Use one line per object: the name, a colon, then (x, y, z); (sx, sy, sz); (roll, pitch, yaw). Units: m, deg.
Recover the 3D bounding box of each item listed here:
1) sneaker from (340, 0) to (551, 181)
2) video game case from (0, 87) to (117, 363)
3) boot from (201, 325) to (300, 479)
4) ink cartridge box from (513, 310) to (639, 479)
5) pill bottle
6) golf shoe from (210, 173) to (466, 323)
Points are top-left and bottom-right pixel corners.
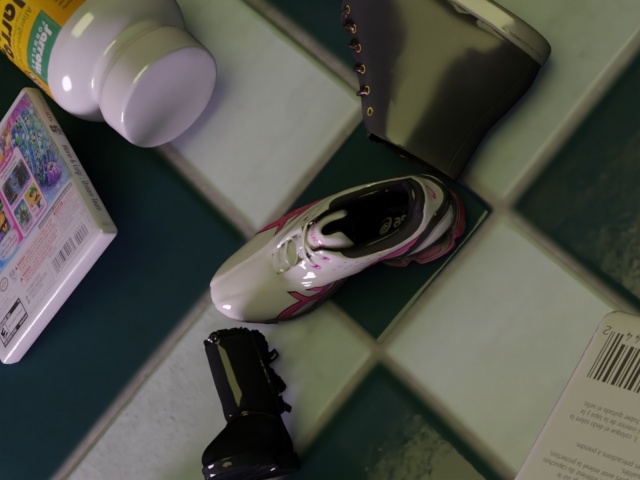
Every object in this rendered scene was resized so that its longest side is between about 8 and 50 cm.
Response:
sneaker: (0.034, -0.139, 0.846); (0.222, 0.083, 0.118); (35, 92, 26)
video game case: (-0.225, -0.010, 0.930); (0.157, 0.019, 0.143); (-48, 61, 30)
boot: (-0.053, 0.105, 0.802); (0.045, 0.121, 0.099); (-20, 76, 15)
ink cartridge box: (0.212, 0.183, 0.604); (0.296, 0.066, 0.261); (15, 65, 48)
pill bottle: (-0.176, -0.162, 0.923); (0.208, 0.117, 0.117); (41, 94, 26)
golf shoe: (0.000, 0.000, 0.824); (0.186, 0.086, 0.067); (-25, 69, 17)
